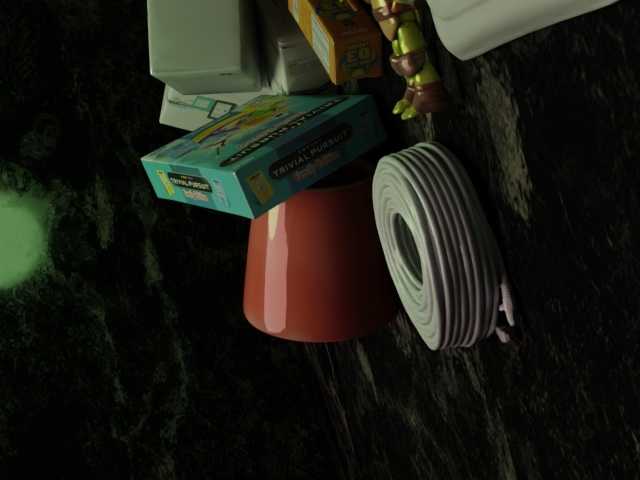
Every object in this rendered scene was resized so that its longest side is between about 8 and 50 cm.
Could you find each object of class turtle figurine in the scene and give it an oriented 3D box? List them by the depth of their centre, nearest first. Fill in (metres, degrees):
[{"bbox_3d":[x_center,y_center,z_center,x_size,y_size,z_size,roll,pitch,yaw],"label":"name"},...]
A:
[{"bbox_3d":[0.082,-0.253,1.014,0.269,0.087,0.217,-145,33,-70],"label":"turtle figurine"}]

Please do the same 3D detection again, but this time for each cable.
[{"bbox_3d":[0.138,0.009,1.109,0.257,0.089,0.257,152,102,-81],"label":"cable"}]

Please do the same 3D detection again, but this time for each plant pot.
[{"bbox_3d":[0.000,0.000,1.483,0.275,0.275,0.243,-125,32,-64],"label":"plant pot"}]

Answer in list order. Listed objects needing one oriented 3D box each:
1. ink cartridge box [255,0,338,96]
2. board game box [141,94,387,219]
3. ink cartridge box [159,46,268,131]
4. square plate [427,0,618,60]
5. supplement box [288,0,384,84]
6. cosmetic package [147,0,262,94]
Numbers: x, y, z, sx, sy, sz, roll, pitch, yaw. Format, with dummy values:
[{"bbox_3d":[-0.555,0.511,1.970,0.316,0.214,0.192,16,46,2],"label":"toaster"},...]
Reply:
[{"bbox_3d":[-0.038,-0.302,1.597,0.237,0.100,0.172,84,167,-47],"label":"ink cartridge box"},{"bbox_3d":[-0.099,-0.144,1.414,0.336,0.254,0.079,13,130,56],"label":"board game box"},{"bbox_3d":[-0.203,-0.358,1.849,0.270,0.197,0.198,139,140,-65],"label":"ink cartridge box"},{"bbox_3d":[0.121,-0.339,0.759,0.344,0.049,0.347,-159,53,-79],"label":"square plate"},{"bbox_3d":[0.018,-0.322,1.312,0.080,0.078,0.233,88,163,-45],"label":"supplement box"},{"bbox_3d":[-0.199,-0.495,1.554,0.230,0.162,0.453,1,-93,-85],"label":"cosmetic package"}]
